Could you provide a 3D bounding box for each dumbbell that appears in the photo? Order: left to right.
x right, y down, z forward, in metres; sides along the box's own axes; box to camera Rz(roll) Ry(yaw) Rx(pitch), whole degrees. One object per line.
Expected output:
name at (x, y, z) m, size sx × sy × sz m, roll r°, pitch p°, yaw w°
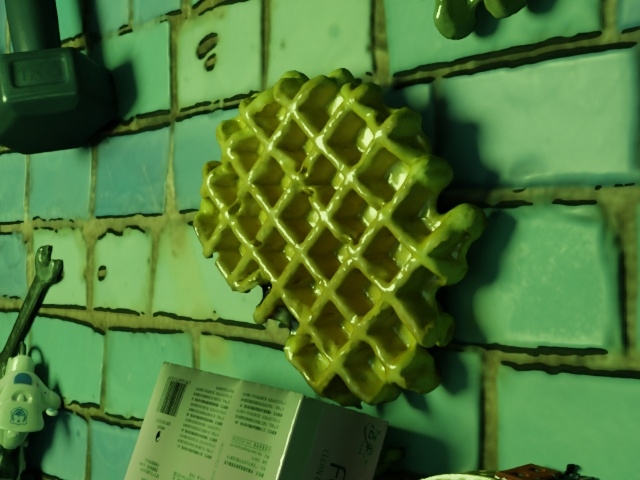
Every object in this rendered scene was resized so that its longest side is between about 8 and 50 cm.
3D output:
dumbbell at (-0.335, -0.269, 1.187) m, size 0.160 × 0.144 × 0.325 m, roll -27°, pitch 70°, yaw 44°

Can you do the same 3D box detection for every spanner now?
spanner at (-0.391, 0.106, 1.345) m, size 0.054 × 0.015 × 0.254 m, roll 55°, pitch 128°, yaw 31°

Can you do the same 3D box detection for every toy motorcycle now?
toy motorcycle at (-0.390, 0.247, 1.288) m, size 0.150 × 0.102 × 0.221 m, roll -145°, pitch 65°, yaw -66°

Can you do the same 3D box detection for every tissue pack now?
tissue pack at (-0.067, 0.194, 0.861) m, size 0.246 × 0.092 × 0.149 m, roll 1°, pitch 70°, yaw 56°

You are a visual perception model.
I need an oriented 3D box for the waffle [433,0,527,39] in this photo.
waffle at (0.123, -0.320, 0.725) m, size 0.292 × 0.056 × 0.309 m, roll -41°, pitch 59°, yaw 41°

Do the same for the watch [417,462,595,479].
watch at (0.133, 0.233, 0.694) m, size 0.268 × 0.102 × 0.165 m, roll -26°, pitch 69°, yaw 38°

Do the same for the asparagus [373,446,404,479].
asparagus at (0.008, 0.212, 0.866) m, size 0.178 × 0.041 × 0.045 m, roll -33°, pitch 28°, yaw 43°

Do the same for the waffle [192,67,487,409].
waffle at (-0.001, -0.001, 0.840) m, size 0.309 × 0.065 × 0.283 m, roll 1°, pitch 96°, yaw 47°
